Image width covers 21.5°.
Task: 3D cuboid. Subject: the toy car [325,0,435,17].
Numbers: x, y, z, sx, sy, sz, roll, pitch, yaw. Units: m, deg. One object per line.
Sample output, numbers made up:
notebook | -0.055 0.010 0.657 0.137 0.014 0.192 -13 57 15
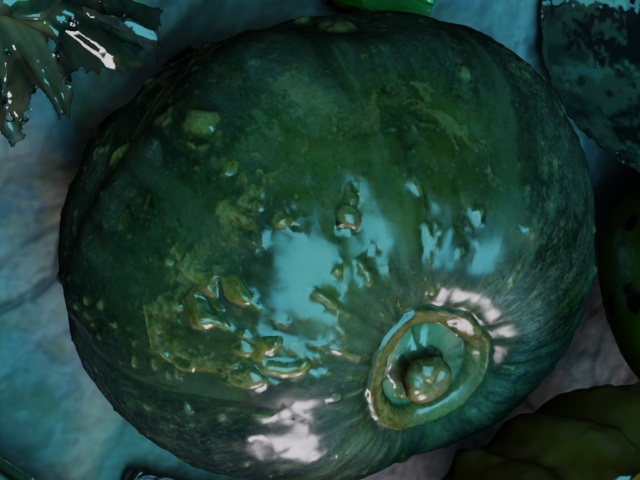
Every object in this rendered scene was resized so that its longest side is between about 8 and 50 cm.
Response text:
toy car | 0.062 -0.220 1.114 0.071 0.062 0.165 15 102 -26

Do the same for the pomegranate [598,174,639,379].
pomegranate | 0.329 0.058 1.244 0.231 0.231 0.286 -29 128 -11

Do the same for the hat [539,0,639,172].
hat | 0.300 -0.163 1.190 0.128 0.265 0.266 -6 116 -60

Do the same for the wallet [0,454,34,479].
wallet | -0.280 0.279 1.115 0.309 0.077 0.223 -37 129 12

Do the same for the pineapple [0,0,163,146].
pineapple | -0.211 -0.186 0.822 0.175 0.175 0.361 -36 139 -7

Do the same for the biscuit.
biscuit | 0.138 0.200 1.144 0.325 0.107 0.326 -31 159 -13

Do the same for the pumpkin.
pumpkin | 0.000 0.000 1.056 0.327 0.257 0.292 -2 123 -31

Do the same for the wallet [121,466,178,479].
wallet | -0.106 0.283 1.222 0.170 0.069 0.231 20 97 -9
